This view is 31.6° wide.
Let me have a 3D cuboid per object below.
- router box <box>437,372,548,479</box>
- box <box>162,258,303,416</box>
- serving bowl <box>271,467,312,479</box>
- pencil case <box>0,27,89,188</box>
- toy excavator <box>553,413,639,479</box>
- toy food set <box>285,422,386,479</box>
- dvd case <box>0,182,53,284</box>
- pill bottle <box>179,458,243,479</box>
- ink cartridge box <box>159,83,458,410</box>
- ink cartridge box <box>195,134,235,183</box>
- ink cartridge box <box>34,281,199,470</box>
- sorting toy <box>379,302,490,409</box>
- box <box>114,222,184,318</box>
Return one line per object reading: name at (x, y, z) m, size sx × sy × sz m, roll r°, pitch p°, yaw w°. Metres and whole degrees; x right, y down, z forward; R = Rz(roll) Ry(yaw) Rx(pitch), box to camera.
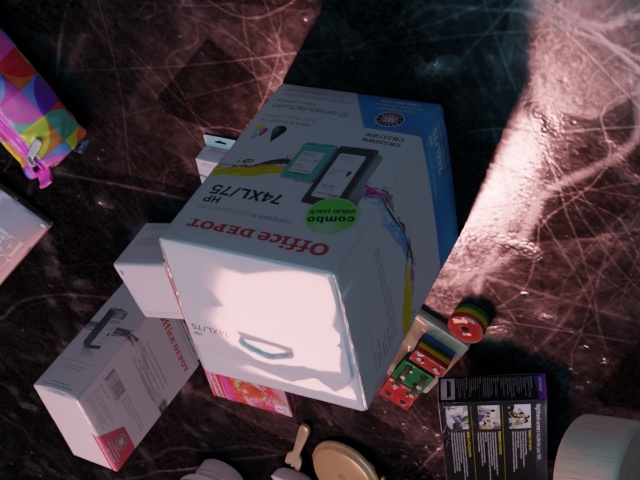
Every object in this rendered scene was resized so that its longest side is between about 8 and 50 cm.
router box at (0.220, 0.244, 1.432) m, size 0.133 × 0.046 × 0.179 m, roll -2°, pitch 133°, yaw 8°
box at (-0.089, 0.090, 1.452) m, size 0.128 × 0.123 × 0.257 m, roll 10°, pitch 136°, yaw 27°
serving bowl at (-0.035, 0.381, 1.781) m, size 0.083 × 0.027 × 0.083 m, roll 28°, pitch 162°, yaw 10°
pencil case at (-0.390, -0.183, 1.394) m, size 0.104 × 0.104 × 0.236 m, roll -18°, pitch 119°, yaw 44°
toy excavator at (0.417, 0.425, 1.381) m, size 0.222 × 0.433 × 0.445 m, roll 0°, pitch 88°, yaw 43°
toy food set at (0.042, 0.350, 1.706) m, size 0.192 × 0.038 × 0.132 m, roll 35°, pitch 137°, yaw 16°
dvd case at (-0.517, -0.003, 1.644) m, size 0.164 × 0.018 × 0.221 m, roll 38°, pitch 116°, yaw -16°
pill bottle at (-0.209, 0.466, 1.846) m, size 0.117 × 0.215 × 0.117 m, roll 18°, pitch 139°, yaw 17°
ink cartridge box at (0.000, 0.000, 1.182) m, size 0.198 × 0.270 × 0.197 m, roll 11°, pitch 136°, yaw 25°
ink cartridge box at (-0.121, -0.084, 1.367) m, size 0.048 × 0.028 × 0.083 m, roll 12°, pitch 136°, yaw 23°
ink cartridge box at (-0.283, 0.189, 1.608) m, size 0.092 × 0.218 × 0.159 m, roll 12°, pitch 136°, yaw 32°
sorting toy at (0.099, 0.144, 1.442) m, size 0.132 × 0.046 × 0.274 m, roll 33°, pitch 141°, yaw 0°
box at (-0.196, 0.040, 1.500) m, size 0.101 × 0.087 × 0.102 m, roll 1°, pitch 131°, yaw 33°
